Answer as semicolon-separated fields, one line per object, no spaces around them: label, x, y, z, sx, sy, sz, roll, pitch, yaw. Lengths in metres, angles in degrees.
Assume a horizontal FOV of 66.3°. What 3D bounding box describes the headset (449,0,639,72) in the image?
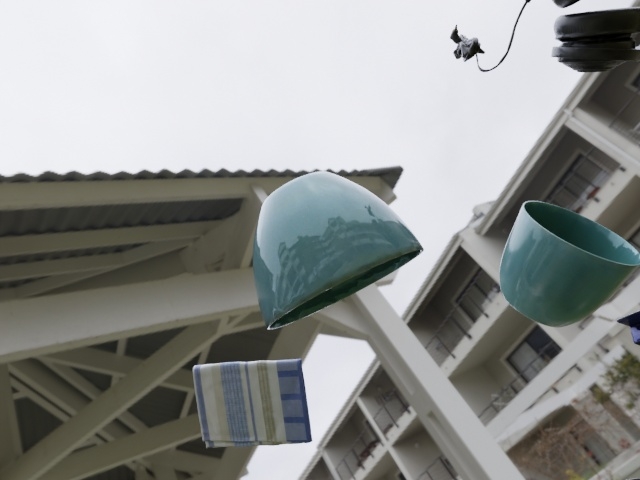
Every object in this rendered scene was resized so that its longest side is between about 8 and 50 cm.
headset;0.414;-0.385;0.787;0.394;0.185;0.243;-22;-72;12

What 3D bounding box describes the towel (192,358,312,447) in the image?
towel;-0.164;0.387;1.165;0.285;0.209;0.034;-8;3;15

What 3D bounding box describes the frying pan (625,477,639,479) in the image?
frying pan;0.476;0.465;0.742;0.326;0.197;0.053;-2;-56;-6

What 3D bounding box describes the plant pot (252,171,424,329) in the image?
plant pot;0.000;0.000;0.840;0.290;0.195;0.290;-26;-12;-6

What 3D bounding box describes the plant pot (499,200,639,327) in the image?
plant pot;0.591;0.073;1.233;0.293;0.293;0.235;-4;-55;-39

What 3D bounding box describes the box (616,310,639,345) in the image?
box;0.607;0.149;0.777;0.225;0.037;0.136;20;-35;-15
